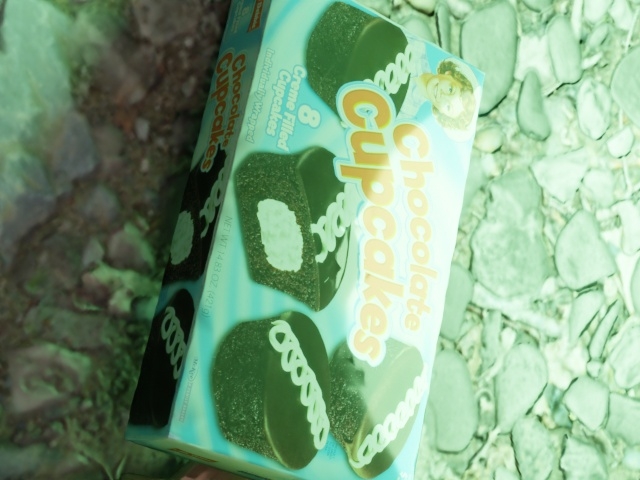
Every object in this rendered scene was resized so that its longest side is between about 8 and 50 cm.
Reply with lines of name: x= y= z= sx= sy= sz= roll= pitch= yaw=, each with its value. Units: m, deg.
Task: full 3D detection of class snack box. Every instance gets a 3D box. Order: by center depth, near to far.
snack box: x=0.000 y=0.000 z=0.895 sx=0.187 sy=0.060 sz=0.322 roll=23 pitch=68 yaw=-32

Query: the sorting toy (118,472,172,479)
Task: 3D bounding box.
sorting toy: x=0.033 y=0.244 z=0.829 sx=0.307 sy=0.229 sz=0.041 roll=17 pitch=113 yaw=-32

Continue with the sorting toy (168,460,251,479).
sorting toy: x=-0.061 y=0.196 z=0.914 sx=0.274 sy=0.046 sz=0.132 roll=-41 pitch=113 yaw=-23
